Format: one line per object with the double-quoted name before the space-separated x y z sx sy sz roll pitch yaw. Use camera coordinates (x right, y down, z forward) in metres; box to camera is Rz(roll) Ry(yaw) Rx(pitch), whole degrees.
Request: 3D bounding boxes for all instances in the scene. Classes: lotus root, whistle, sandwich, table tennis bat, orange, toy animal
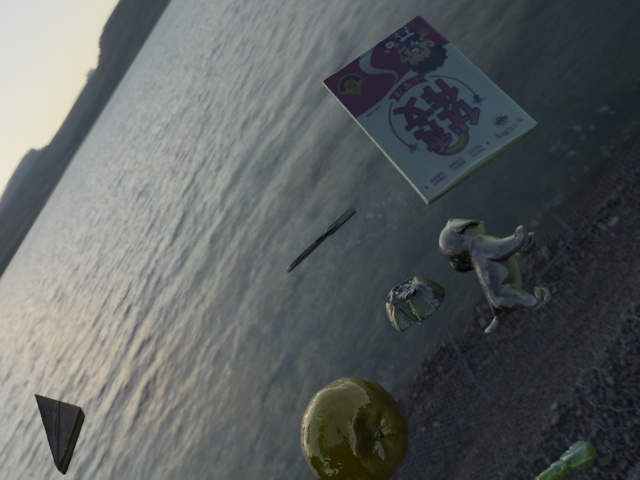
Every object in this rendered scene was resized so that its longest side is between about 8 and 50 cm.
"lotus root" 0.256 0.165 1.597 0.183 0.078 0.203 -43 18 0
"whistle" 0.687 0.628 1.559 0.198 0.057 0.104 -25 -21 -13
"sandwich" -0.774 0.556 1.584 0.117 0.144 0.187 111 169 -57
"table tennis bat" 0.000 0.000 0.948 0.158 0.014 0.095 -43 -4 -7
"orange" 0.087 0.470 1.344 0.235 0.279 0.279 -29 38 48
"toy animal" 0.337 0.046 1.058 0.169 0.121 0.233 -30 77 27

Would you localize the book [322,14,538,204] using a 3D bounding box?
"book" 0.129 -0.172 0.696 0.162 0.022 0.232 -35 64 -1
